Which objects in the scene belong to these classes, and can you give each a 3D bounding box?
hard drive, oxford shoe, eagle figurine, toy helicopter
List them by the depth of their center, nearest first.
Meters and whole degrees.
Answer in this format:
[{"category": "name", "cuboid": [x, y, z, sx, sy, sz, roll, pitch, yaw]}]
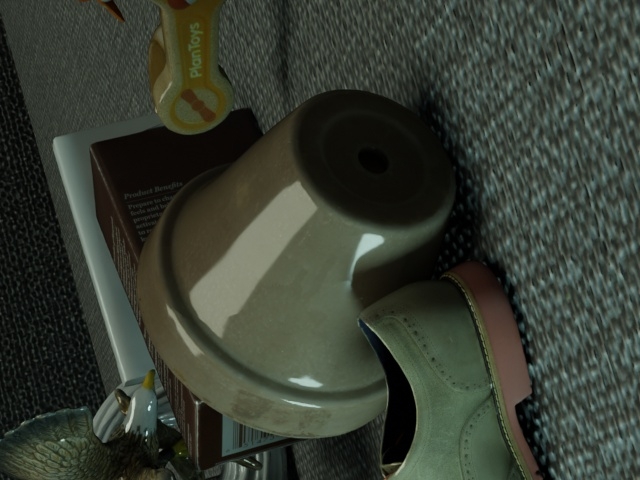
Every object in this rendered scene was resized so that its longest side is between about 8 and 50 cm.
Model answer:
[{"category": "oxford shoe", "cuboid": [0.109, 0.197, 1.587, 0.123, 0.130, 0.348, -175, 71, -72]}, {"category": "toy helicopter", "cuboid": [-0.145, -0.240, 1.917, 0.355, 0.235, 0.140, 90, 159, -44]}, {"category": "eagle figurine", "cuboid": [-0.216, 0.248, 2.135, 0.298, 0.226, 0.225, -50, -55, -73]}, {"category": "hard drive", "cuboid": [-0.177, 0.000, 2.319, 0.040, 0.203, 0.308, 116, 138, -69]}]

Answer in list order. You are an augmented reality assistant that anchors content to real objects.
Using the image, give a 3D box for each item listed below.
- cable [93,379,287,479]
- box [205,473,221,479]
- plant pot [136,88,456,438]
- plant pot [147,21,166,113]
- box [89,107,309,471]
[{"category": "cable", "cuboid": [-0.170, 0.276, 2.446, 0.089, 0.257, 0.257, -175, 71, -80]}, {"category": "box", "cuboid": [-0.098, 0.412, 2.657, 0.180, 0.077, 0.147, -142, 40, -66]}, {"category": "plant pot", "cuboid": [0.000, 0.000, 1.650, 0.229, 0.263, 0.263, -57, 47, 48]}, {"category": "plant pot", "cuboid": [-0.179, -0.168, 2.509, 0.236, 0.032, 0.236, 165, 90, -75]}, {"category": "box", "cuboid": [-0.107, 0.046, 2.133, 0.143, 0.191, 0.381, 95, 156, -51]}]
